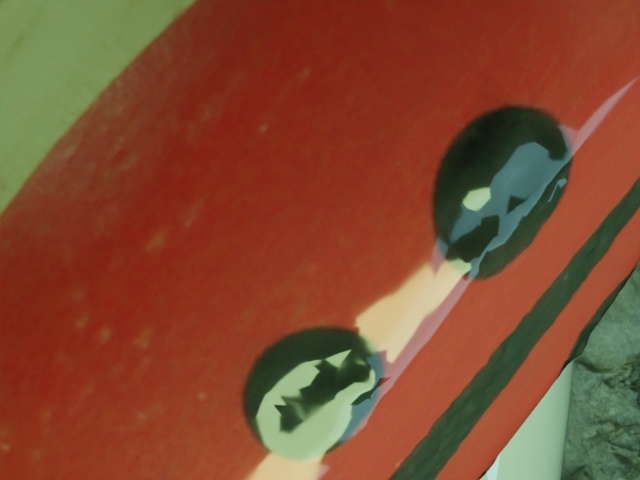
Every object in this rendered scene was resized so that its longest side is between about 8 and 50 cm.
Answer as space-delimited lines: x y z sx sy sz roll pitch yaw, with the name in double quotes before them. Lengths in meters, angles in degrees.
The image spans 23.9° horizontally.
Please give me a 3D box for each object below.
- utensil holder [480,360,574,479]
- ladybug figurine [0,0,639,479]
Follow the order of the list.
"utensil holder" 0.020 0.157 1.107 0.327 0.328 0.385 -56 154 -47
"ladybug figurine" 0.000 0.000 0.529 0.449 0.162 0.305 -53 155 1
